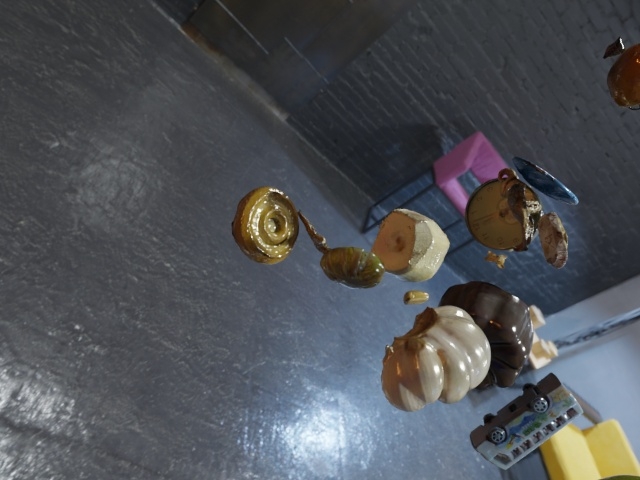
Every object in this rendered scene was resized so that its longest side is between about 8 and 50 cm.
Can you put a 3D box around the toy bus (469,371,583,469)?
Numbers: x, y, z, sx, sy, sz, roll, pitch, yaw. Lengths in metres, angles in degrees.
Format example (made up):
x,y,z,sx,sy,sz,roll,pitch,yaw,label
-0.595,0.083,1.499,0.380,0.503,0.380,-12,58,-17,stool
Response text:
x,y,z,sx,sy,sz,roll,pitch,yaw,label
0.618,0.551,1.502,0.136,0.330,0.109,47,11,-2,toy bus

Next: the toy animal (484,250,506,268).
x,y,z,sx,sy,sz,roll,pitch,yaw,label
0.695,0.077,1.957,0.083,0.060,0.081,24,-17,33,toy animal

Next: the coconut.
x,y,z,sx,sy,sz,roll,pitch,yaw,label
0.375,0.030,2.040,0.255,0.297,0.297,13,49,-46,coconut

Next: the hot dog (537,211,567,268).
x,y,z,sx,sy,sz,roll,pitch,yaw,label
0.745,0.001,1.583,0.053,0.099,0.192,3,58,-9,hot dog

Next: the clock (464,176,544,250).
x,y,z,sx,sy,sz,roll,pitch,yaw,label
0.770,-0.110,2.094,0.066,0.319,0.318,4,56,-61,clock

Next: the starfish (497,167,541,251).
x,y,z,sx,sy,sz,roll,pitch,yaw,label
0.688,-0.103,1.708,0.312,0.113,0.303,-27,101,-59,starfish

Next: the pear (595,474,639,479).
x,y,z,sx,sy,sz,roll,pitch,yaw,label
0.795,0.705,1.250,0.212,0.269,0.212,-21,115,-53,pear

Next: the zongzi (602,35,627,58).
x,y,z,sx,sy,sz,roll,pitch,yaw,label
1.113,-0.710,1.846,0.073,0.083,0.067,38,71,1,zongzi

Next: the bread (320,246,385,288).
x,y,z,sx,sy,sz,roll,pitch,yaw,label
0.100,0.095,1.588,0.213,0.213,0.104,28,63,-40,bread

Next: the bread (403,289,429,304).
x,y,z,sx,sy,sz,roll,pitch,yaw,label
0.430,0.254,2.246,0.115,0.082,0.056,-4,63,-11,bread

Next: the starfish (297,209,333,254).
x,y,z,sx,sy,sz,roll,pitch,yaw,label
-0.003,0.003,1.952,0.302,0.060,0.299,48,3,30,starfish

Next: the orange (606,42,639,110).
x,y,z,sx,sy,sz,roll,pitch,yaw,label
0.786,-0.416,1.242,0.112,0.160,0.169,1,65,-4,orange

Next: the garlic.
x,y,z,sx,sy,sz,roll,pitch,yaw,label
0.270,0.269,1.085,0.281,0.185,0.203,-41,125,-48,garlic

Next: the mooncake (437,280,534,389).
x,y,z,sx,sy,sz,roll,pitch,yaw,label
0.453,0.276,1.409,0.306,0.306,0.154,51,42,-7,mooncake

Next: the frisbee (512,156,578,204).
x,y,z,sx,sy,sz,roll,pitch,yaw,label
0.703,-0.181,1.574,0.242,0.045,0.242,37,13,-10,frisbee

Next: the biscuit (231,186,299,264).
x,y,z,sx,sy,sz,roll,pitch,yaw,label
-0.193,-0.056,1.867,0.296,0.102,0.296,-1,91,-47,biscuit
